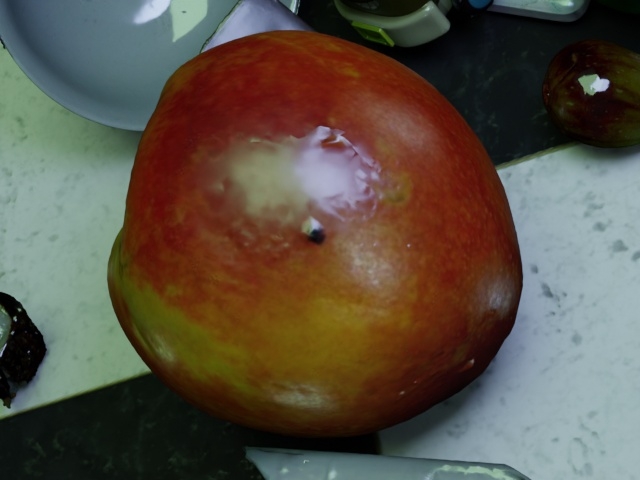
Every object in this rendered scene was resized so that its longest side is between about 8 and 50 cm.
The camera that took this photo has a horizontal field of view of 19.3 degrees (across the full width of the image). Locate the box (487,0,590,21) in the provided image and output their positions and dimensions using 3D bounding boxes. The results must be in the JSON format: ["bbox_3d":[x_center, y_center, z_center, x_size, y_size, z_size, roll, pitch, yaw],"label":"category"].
[{"bbox_3d":[0.254,-0.358,1.980,0.142,0.044,0.285,12,68,29],"label":"box"}]

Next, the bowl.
[{"bbox_3d":[-0.203,-0.286,2.007,0.346,0.157,0.345,0,92,-18],"label":"bowl"}]

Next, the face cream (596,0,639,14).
[{"bbox_3d":[0.328,-0.380,1.754,0.220,0.357,0.312,20,72,7],"label":"face cream"}]

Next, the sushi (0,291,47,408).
[{"bbox_3d":[-0.329,0.109,1.922,0.098,0.084,0.094,26,71,24],"label":"sushi"}]

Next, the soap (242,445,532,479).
[{"bbox_3d":[0.066,0.324,1.635,0.302,0.159,0.257,2,67,22],"label":"soap"}]

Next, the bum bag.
[{"bbox_3d":[-0.038,-0.183,1.957,0.159,0.026,0.109,38,80,-5],"label":"bum bag"}]

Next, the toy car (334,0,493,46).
[{"bbox_3d":[0.083,-0.344,1.914,0.204,0.198,0.248,22,75,45],"label":"toy car"}]

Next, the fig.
[{"bbox_3d":[0.294,-0.140,1.825,0.155,0.103,0.109,1,62,-10],"label":"fig"}]

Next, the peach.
[{"bbox_3d":[0.000,0.000,1.714,0.388,0.388,0.388,-8,62,16],"label":"peach"}]
